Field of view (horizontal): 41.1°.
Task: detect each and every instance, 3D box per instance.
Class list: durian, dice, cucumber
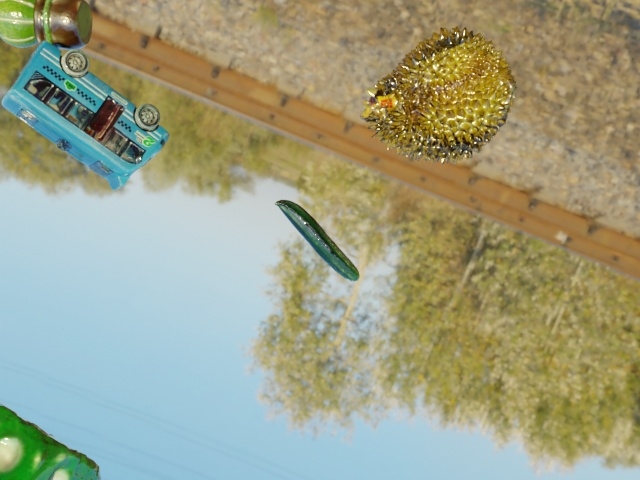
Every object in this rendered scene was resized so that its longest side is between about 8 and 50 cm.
[{"bbox_3d":[0.236,-0.274,1.686,0.258,0.293,0.258,51,173,9],"label":"durian"},{"bbox_3d":[-0.286,0.223,0.775,0.131,0.120,0.128,18,155,26],"label":"dice"},{"bbox_3d":[0.000,0.000,1.313,0.184,0.033,0.036,49,168,-19],"label":"cucumber"}]

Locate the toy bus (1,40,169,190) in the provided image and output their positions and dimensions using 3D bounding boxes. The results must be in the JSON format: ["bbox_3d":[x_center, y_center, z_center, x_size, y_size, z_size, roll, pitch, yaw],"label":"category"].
[{"bbox_3d":[-0.376,-0.199,1.376,0.246,0.134,0.113,38,160,-22],"label":"toy bus"}]

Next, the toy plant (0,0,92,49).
[{"bbox_3d":[-0.457,-0.357,1.381,0.162,0.093,0.093,5,180,7],"label":"toy plant"}]
